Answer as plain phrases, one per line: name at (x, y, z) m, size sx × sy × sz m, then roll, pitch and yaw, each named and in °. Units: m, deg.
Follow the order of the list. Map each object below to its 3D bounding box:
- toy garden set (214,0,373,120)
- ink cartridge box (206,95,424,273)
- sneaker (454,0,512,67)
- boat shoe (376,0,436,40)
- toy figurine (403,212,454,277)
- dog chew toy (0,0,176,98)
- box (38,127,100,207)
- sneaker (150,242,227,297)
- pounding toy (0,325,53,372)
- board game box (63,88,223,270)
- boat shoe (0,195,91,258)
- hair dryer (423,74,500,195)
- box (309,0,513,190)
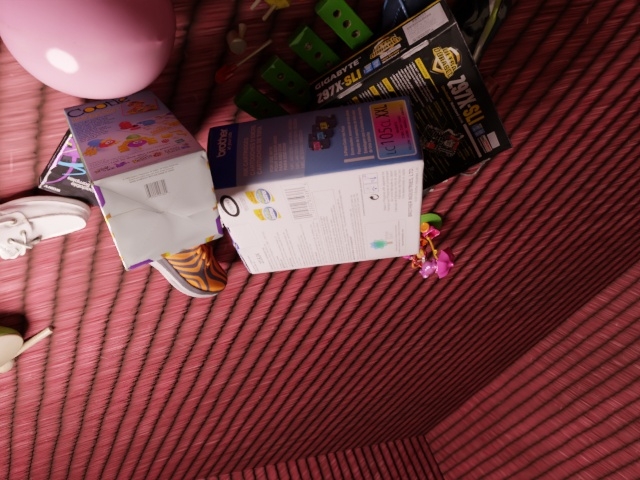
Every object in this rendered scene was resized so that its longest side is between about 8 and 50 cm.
toy garden set at (-0.065, -0.322, 0.789) m, size 0.244 × 0.049 × 0.203 m, roll -41°, pitch 141°, yaw 21°
ink cartridge box at (-0.029, -0.078, 0.835) m, size 0.395 × 0.151 × 0.270 m, roll -9°, pitch 146°, yaw 4°
sneaker at (0.259, -0.375, 0.890) m, size 0.097 × 0.084 × 0.235 m, roll 16°, pitch 131°, yaw -9°
boat shoe at (0.154, -0.346, 0.837) m, size 0.109 × 0.089 × 0.258 m, roll -7°, pitch 139°, yaw -21°
toy figurine at (0.293, 0.038, 1.304) m, size 0.173 × 0.159 × 0.130 m, roll -43°, pitch 138°, yaw 23°
dog chew toy at (-0.273, -0.342, 0.544) m, size 0.206 × 0.207 × 0.332 m, roll -5°, pitch 130°, yaw -22°
box at (-0.406, -0.136, 0.841) m, size 0.116 × 0.029 × 0.162 m, roll 21°, pitch 125°, yaw -42°
sneaker at (-0.261, 0.004, 1.002) m, size 0.180 × 0.125 × 0.321 m, roll -32°, pitch 141°, yaw 11°
pounding toy at (-0.755, 0.223, 1.044) m, size 0.183 × 0.110 × 0.237 m, roll -42°, pitch 169°, yaw 5°
board game box at (-0.271, -0.105, 0.712) m, size 0.144 × 0.275 × 0.142 m, roll -21°, pitch 131°, yaw -22°
boat shoe at (-0.556, -0.009, 0.847) m, size 0.277 × 0.096 × 0.098 m, roll -11°, pitch 152°, yaw -13°
hair dryer at (0.319, -0.244, 1.081) m, size 0.223 × 0.080 × 0.294 m, roll -25°, pitch 151°, yaw -25°
box at (0.173, -0.221, 0.859) m, size 0.257 × 0.079 × 0.322 m, roll -28°, pitch 140°, yaw 23°
